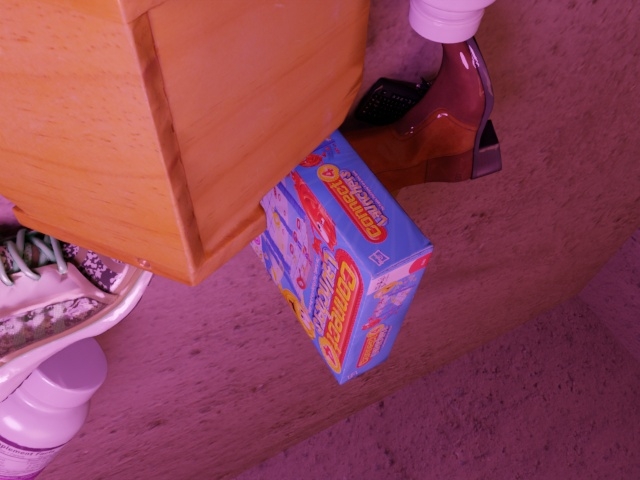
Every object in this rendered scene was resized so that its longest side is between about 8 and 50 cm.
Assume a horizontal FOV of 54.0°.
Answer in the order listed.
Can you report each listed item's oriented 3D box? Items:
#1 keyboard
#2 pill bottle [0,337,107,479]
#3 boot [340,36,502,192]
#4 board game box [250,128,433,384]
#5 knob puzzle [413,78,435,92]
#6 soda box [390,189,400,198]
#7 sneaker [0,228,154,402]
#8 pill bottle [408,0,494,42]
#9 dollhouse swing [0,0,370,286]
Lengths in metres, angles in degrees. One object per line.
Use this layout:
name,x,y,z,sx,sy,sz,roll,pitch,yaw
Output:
keyboard,0.152,-0.199,0.966,0.192,0.038,0.100,6,130,-37
pill bottle,-0.448,0.258,0.920,0.301,0.169,0.169,-46,151,19
boot,0.105,-0.174,0.913,0.280,0.096,0.264,-13,137,11
board game box,0.000,0.000,0.865,0.086,0.302,0.308,-24,150,-21
knob puzzle,0.208,-0.208,1.064,0.213,0.030,0.213,-27,151,-16
soda box,0.097,-0.096,1.070,0.061,0.058,0.181,3,140,-19
sneaker,-0.356,0.049,0.733,0.410,0.158,0.182,-40,141,2
pill bottle,0.159,-0.337,0.699,0.124,0.124,0.221,-25,151,-19
dollhouse swing,-0.147,-0.188,0.609,0.347,0.315,0.305,91,21,-55
